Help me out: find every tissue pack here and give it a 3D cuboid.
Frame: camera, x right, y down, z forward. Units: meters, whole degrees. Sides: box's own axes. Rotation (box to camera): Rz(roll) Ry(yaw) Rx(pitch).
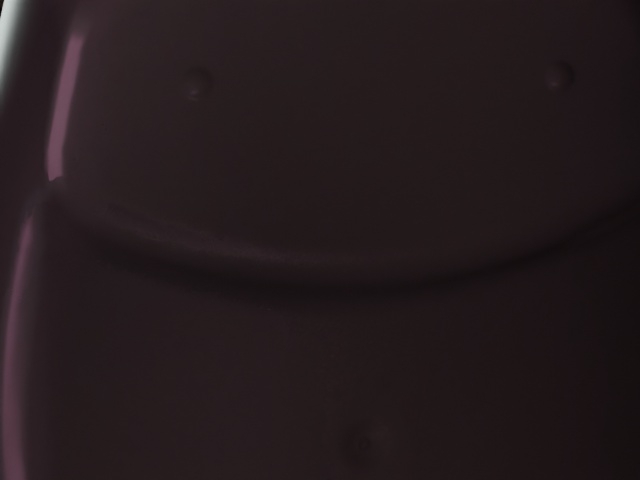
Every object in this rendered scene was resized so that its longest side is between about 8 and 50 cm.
[{"bbox_3d":[-0.004,0.045,0.638,0.236,0.229,0.333,-142,51,-75],"label":"tissue pack"}]

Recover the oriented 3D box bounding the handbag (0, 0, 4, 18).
[{"bbox_3d":[-0.121,-0.259,1.299,0.316,0.180,0.416,-58,-16,-35],"label":"handbag"}]
